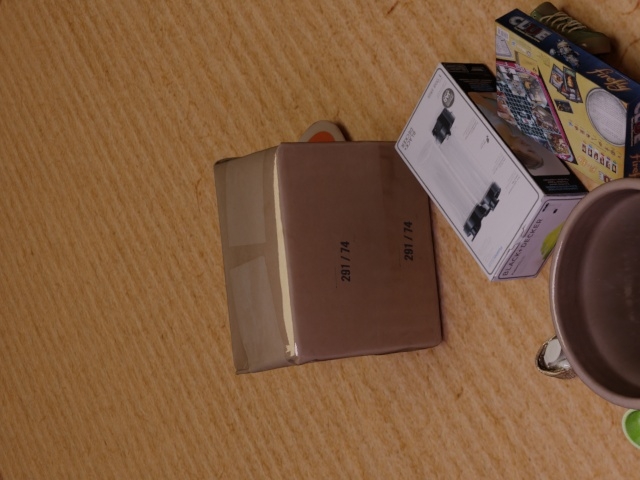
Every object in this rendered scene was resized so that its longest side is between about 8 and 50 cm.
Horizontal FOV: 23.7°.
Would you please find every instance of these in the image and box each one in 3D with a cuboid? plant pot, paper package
[{"bbox_3d":[0.435,0.057,1.774,0.263,0.229,0.263,3,94,54],"label":"plant pot"},{"bbox_3d":[0.015,0.022,2.292,0.168,0.310,0.324,-12,83,50],"label":"paper package"}]

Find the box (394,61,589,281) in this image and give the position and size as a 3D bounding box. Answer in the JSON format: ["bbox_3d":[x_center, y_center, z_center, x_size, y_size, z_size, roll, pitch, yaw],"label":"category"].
[{"bbox_3d":[0.236,-0.099,2.164,0.290,0.087,0.169,57,135,36],"label":"box"}]

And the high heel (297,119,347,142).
[{"bbox_3d":[0.000,0.000,2.512,0.127,0.181,0.377,4,73,12],"label":"high heel"}]

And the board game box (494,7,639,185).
[{"bbox_3d":[0.324,-0.179,1.995,0.243,0.042,0.165,41,151,37],"label":"board game box"}]

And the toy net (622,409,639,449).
[{"bbox_3d":[0.381,0.158,1.946,0.232,0.045,0.122,47,138,9],"label":"toy net"}]

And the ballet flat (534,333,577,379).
[{"bbox_3d":[0.356,0.126,2.028,0.206,0.067,0.073,-52,50,42],"label":"ballet flat"}]

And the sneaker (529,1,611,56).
[{"bbox_3d":[0.312,-0.281,2.065,0.192,0.064,0.086,-2,95,58],"label":"sneaker"}]
